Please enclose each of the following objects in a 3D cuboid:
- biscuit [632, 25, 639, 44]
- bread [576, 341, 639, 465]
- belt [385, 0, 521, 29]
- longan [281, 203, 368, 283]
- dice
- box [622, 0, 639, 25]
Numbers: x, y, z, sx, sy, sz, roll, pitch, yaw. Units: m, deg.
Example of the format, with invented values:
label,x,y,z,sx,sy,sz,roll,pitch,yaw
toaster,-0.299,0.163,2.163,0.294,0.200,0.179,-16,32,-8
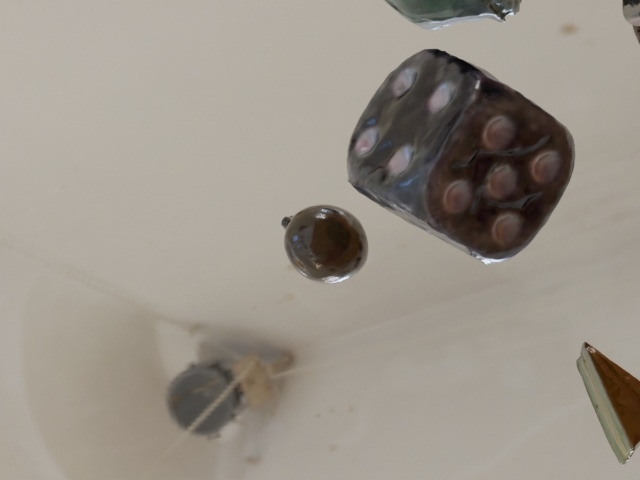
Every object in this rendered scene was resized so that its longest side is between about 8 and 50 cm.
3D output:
label,x,y,z,sx,sy,sz,roll,pitch,yaw
biscuit,0.428,-0.267,1.664,0.036,0.212,0.212,13,-115,-58
bread,0.372,0.213,2.040,0.139,0.074,0.084,38,-112,15
belt,0.138,-0.356,1.732,0.207,0.150,0.257,43,-140,-55
longan,0.000,0.000,1.895,0.119,0.106,0.106,31,-143,26
dice,0.151,-0.091,1.699,0.181,0.182,0.183,31,-88,-35
box,0.329,-0.258,1.399,0.069,0.224,0.120,-3,-87,-5
